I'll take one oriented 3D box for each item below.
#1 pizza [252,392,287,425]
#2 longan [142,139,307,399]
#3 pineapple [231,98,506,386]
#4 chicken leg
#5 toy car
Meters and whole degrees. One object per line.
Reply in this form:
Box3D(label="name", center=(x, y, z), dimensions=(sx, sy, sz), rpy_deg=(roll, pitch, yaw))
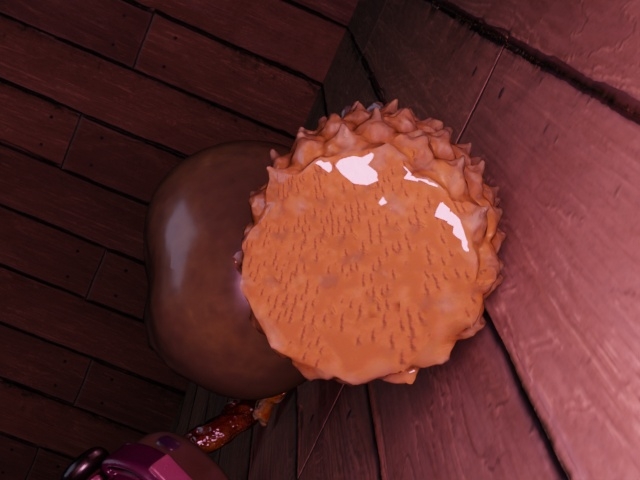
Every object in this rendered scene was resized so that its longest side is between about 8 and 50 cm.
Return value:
Box3D(label="pizza", center=(-0.043, 0.173, 1.555), dimensions=(0.176, 0.036, 0.184), rpy_deg=(-53, 14, 55))
Box3D(label="longan", center=(-0.083, 0.036, 1.280), dimensions=(0.319, 0.319, 0.318), rpy_deg=(-157, 90, -82))
Box3D(label="pineapple", center=(0.053, -0.023, 0.922), dimensions=(0.357, 0.223, 0.222), rpy_deg=(-65, 0, -73))
Box3D(label="chicken leg", center=(-0.166, 0.300, 1.641), dimensions=(0.219, 0.048, 0.089), rpy_deg=(-28, 9, -38))
Box3D(label="toy car", center=(-0.230, 0.412, 1.492), dimensions=(0.340, 0.271, 0.240), rpy_deg=(-53, -13, 33))
